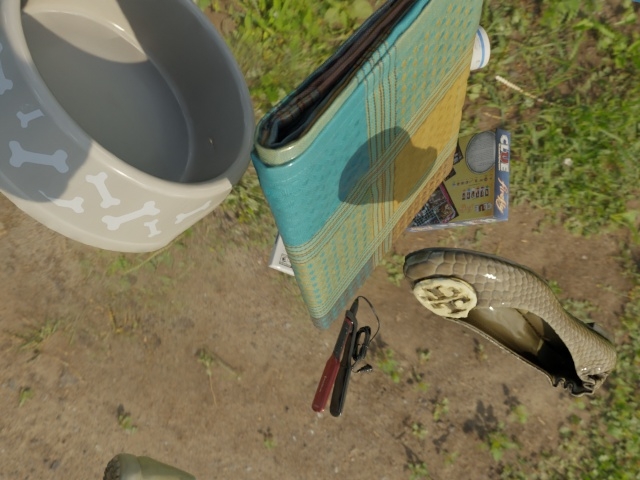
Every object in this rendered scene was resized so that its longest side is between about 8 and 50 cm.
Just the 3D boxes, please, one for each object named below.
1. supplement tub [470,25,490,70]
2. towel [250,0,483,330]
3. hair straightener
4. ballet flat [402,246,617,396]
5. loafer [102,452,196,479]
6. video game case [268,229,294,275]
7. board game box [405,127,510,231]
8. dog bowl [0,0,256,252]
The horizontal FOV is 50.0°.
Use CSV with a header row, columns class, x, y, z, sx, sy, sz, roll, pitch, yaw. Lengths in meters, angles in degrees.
class,x,y,z,sx,sy,sz,roll,pitch,yaw
supplement tub,0.208,-0.299,1.094,0.107,0.071,0.071,-16,100,-8
towel,0.056,-0.076,0.646,0.040,0.370,0.271,35,73,19
hair straightener,0.056,0.216,1.276,0.089,0.047,0.230,25,72,-27
ballet flat,0.158,0.071,0.546,0.250,0.084,0.058,29,65,-35
loafer,-0.171,0.337,0.660,0.092,0.102,0.268,5,100,-21
video game case,0.000,0.000,1.140,0.157,0.019,0.143,22,74,-28
board game box,0.252,-0.109,1.318,0.042,0.243,0.165,9,81,-35
dog bowl,-0.212,-0.164,0.738,0.102,0.349,0.348,-29,105,34
